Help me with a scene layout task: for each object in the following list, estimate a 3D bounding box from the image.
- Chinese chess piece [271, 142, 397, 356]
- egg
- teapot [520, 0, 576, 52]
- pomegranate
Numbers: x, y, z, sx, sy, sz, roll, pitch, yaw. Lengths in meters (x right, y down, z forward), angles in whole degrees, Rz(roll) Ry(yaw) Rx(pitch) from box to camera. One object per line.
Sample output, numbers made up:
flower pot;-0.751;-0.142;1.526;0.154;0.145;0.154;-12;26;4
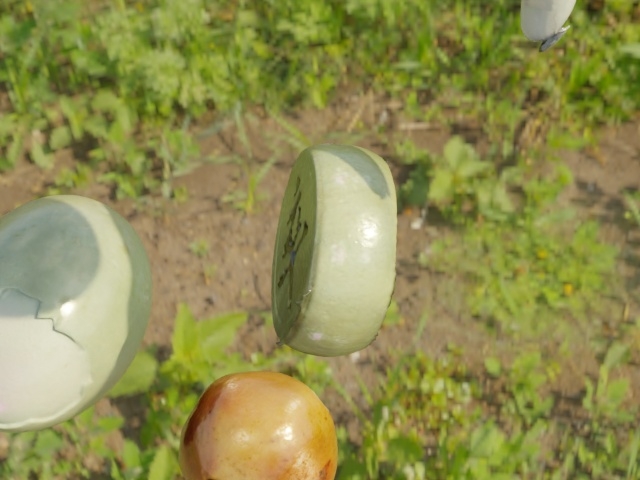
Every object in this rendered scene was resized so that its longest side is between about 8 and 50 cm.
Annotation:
Chinese chess piece;0.008;0.008;1.237;0.083;0.188;0.188;6;49;-13
egg;-0.383;0.109;1.938;0.278;0.278;0.336;8;48;12
teapot;0.148;-0.281;0.599;0.280;0.424;0.252;5;30;-37
pomegranate;-0.081;0.268;1.778;0.209;0.209;0.209;-3;51;3
